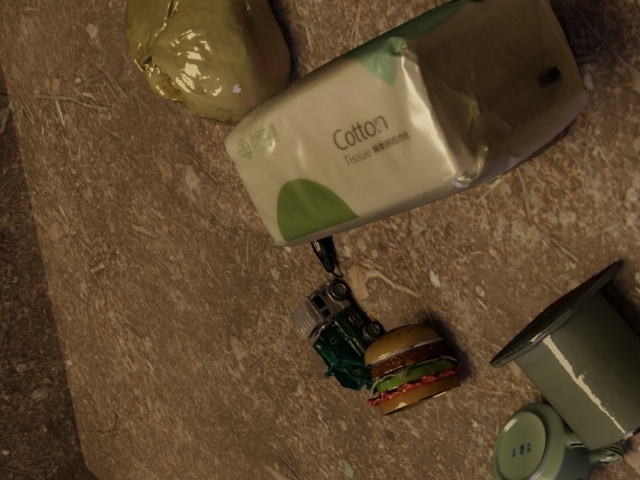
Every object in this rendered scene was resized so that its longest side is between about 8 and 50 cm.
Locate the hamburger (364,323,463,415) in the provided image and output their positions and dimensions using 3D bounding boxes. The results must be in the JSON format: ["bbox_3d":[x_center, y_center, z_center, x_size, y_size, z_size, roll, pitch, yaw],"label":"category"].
[{"bbox_3d":[0.153,0.215,1.686,0.175,0.175,0.137,-38,67,57],"label":"hamburger"}]

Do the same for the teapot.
[{"bbox_3d":[0.362,0.342,1.513,0.232,0.159,0.159,-37,82,47],"label":"teapot"}]

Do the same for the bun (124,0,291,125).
[{"bbox_3d":[-0.218,-0.348,1.739,0.361,0.213,0.361,35,140,35],"label":"bun"}]

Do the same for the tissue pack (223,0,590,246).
[{"bbox_3d":[0.094,-0.145,1.145,0.356,0.266,0.194,-18,103,52],"label":"tissue pack"}]

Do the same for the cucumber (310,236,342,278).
[{"bbox_3d":[0.000,0.000,1.849,0.039,0.043,0.163,-93,-13,-76],"label":"cucumber"}]

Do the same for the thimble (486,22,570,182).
[{"bbox_3d":[0.229,-0.211,1.286,0.229,0.148,0.196,56,145,6],"label":"thimble"}]

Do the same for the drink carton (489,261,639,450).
[{"bbox_3d":[0.364,0.174,1.344,0.190,0.191,0.185,53,145,3],"label":"drink carton"}]

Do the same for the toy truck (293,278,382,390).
[{"bbox_3d":[0.038,0.188,1.851,0.216,0.116,0.110,53,146,15],"label":"toy truck"}]
